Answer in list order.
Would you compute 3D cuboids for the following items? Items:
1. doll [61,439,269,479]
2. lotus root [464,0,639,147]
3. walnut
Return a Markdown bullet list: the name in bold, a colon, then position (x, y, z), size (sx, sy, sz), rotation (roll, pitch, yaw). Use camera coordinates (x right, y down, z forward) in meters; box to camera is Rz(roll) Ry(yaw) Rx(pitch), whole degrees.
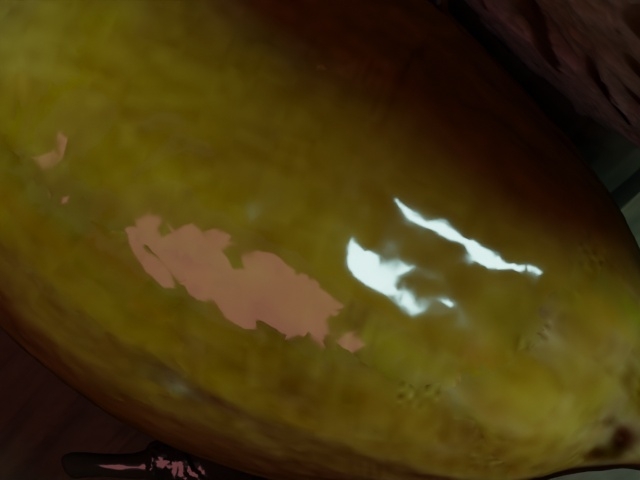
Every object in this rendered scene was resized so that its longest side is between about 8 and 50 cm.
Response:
- **doll**: position (-0.042, 0.087, 0.626), size (0.165, 0.057, 0.139), rotation (22, 115, 8)
- **lotus root**: position (0.102, -0.143, 0.374), size (0.272, 0.272, 0.192), rotation (44, 87, 5)
- **walnut**: position (0.000, 0.000, 0.489), size (0.336, 0.209, 0.209), rotation (31, 118, 13)
